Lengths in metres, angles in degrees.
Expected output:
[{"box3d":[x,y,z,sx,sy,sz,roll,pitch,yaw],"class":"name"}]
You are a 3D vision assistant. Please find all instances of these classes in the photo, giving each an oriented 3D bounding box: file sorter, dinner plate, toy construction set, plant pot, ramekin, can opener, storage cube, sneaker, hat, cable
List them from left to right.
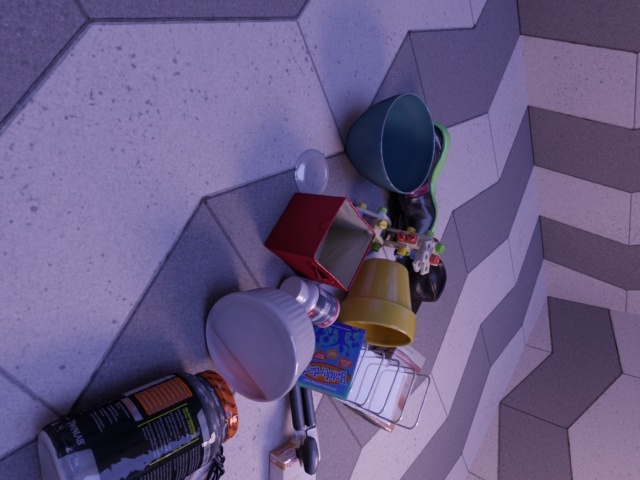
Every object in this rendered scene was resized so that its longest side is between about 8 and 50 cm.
[{"box3d":[-0.301,0.573,1.062,0.151,0.047,0.184,-1,98,-47],"class":"cable"},{"box3d":[-0.137,0.237,1.023,0.127,0.273,0.272,-21,114,-57],"class":"ramekin"},{"box3d":[-0.040,0.536,1.258,0.074,0.093,0.279,-4,81,-34],"class":"can opener"},{"box3d":[-0.019,-0.194,1.233,0.141,0.017,0.141,-13,108,-44],"class":"dinner plate"},{"box3d":[0.000,0.000,1.161,0.183,0.193,0.214,46,66,-42],"class":"storage cube"},{"box3d":[0.185,0.460,1.357,0.278,0.173,0.192,32,69,-16],"class":"file sorter"},{"box3d":[0.193,0.198,1.389,0.254,0.254,0.238,43,52,-43],"class":"plant pot"},{"box3d":[0.193,-0.294,1.306,0.290,0.196,0.289,-11,106,-46],"class":"plant pot"},{"box3d":[0.262,-0.004,1.347,0.151,0.328,0.215,-53,137,-4],"class":"toy construction set"},{"box3d":[0.315,-0.188,1.510,0.203,0.185,0.481,5,94,-25],"class":"sneaker"},{"box3d":[0.423,0.157,1.694,0.332,0.134,0.330,-12,107,-46],"class":"hat"}]

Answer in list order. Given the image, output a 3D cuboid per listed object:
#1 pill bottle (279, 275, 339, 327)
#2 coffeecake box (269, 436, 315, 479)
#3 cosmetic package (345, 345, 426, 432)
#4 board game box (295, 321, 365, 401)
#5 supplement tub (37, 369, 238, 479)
[{"box3d":[-0.034,0.176,1.223,0.180,0.108,0.107,39,70,-44],"class":"pill bottle"},{"box3d":[-0.084,0.720,1.309,0.143,0.068,0.185,-8,104,-46],"class":"coffeecake box"},{"box3d":[0.240,0.515,1.540,0.153,0.129,0.296,39,66,-16],"class":"cosmetic package"},{"box3d":[0.031,0.346,1.254,0.047,0.160,0.210,81,25,-57],"class":"board game box"},{"box3d":[-0.351,0.401,0.855,0.338,0.207,0.206,-12,106,-45],"class":"supplement tub"}]
